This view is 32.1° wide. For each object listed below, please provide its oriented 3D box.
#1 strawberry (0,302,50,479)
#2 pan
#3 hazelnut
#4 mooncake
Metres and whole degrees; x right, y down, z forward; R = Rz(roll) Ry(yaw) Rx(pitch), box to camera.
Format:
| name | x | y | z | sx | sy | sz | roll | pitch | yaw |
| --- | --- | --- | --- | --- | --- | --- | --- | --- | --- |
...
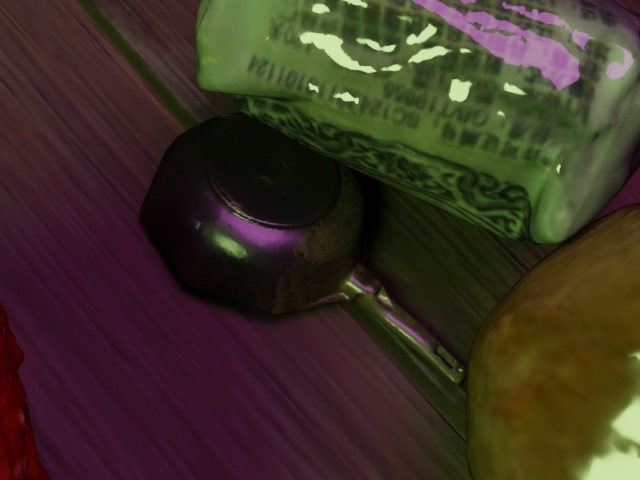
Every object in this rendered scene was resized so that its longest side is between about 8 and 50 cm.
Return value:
| name | x | y | z | sx | sy | sz | roll | pitch | yaw |
| --- | --- | --- | --- | --- | --- | --- | --- | --- | --- |
| strawberry | -0.193 | 0.085 | 0.345 | 0.257 | 0.257 | 0.277 | 18 | 94 | -6 |
| pan | 0.004 | -0.012 | 0.626 | 0.202 | 0.048 | 0.128 | 19 | 50 | -5 |
| hazelnut | 0.167 | 0.083 | 0.543 | 0.186 | 0.210 | 0.210 | 16 | 48 | 23 |
| mooncake | 0.068 | -0.098 | 0.619 | 0.254 | 0.136 | 0.250 | 25 | 21 | 9 |
